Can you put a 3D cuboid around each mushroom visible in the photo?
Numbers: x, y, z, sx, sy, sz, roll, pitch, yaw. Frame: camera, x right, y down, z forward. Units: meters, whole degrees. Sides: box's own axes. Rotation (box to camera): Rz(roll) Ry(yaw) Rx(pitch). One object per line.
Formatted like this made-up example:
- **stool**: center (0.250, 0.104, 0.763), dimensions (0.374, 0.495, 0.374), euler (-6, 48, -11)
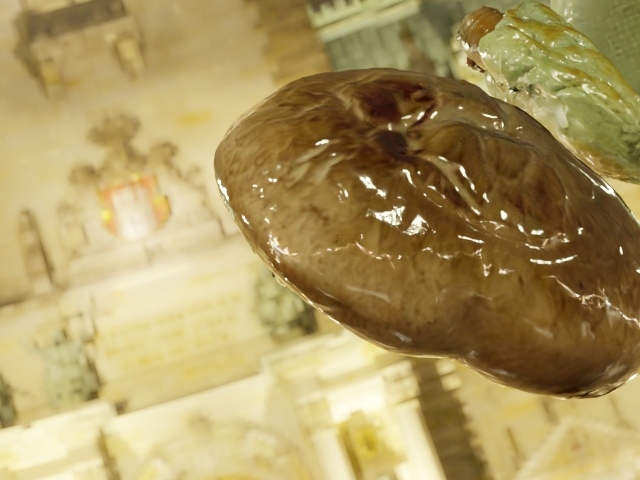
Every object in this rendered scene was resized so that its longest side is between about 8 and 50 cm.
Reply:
- **mushroom**: center (0.069, -0.010, 1.043), dimensions (0.278, 0.278, 0.146), euler (6, -59, -40)

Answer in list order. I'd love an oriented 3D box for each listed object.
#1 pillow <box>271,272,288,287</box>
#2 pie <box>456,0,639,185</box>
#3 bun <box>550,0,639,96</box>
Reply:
- **pillow**: center (0.000, -0.001, 1.355), dimensions (0.090, 0.048, 0.150), euler (-28, -15, -1)
- **pie**: center (0.248, -0.121, 1.687), dimensions (0.105, 0.257, 0.274), euler (-50, 10, 7)
- **bun**: center (0.381, -0.240, 1.948), dimensions (0.293, 0.293, 0.187), euler (-19, 6, 1)
